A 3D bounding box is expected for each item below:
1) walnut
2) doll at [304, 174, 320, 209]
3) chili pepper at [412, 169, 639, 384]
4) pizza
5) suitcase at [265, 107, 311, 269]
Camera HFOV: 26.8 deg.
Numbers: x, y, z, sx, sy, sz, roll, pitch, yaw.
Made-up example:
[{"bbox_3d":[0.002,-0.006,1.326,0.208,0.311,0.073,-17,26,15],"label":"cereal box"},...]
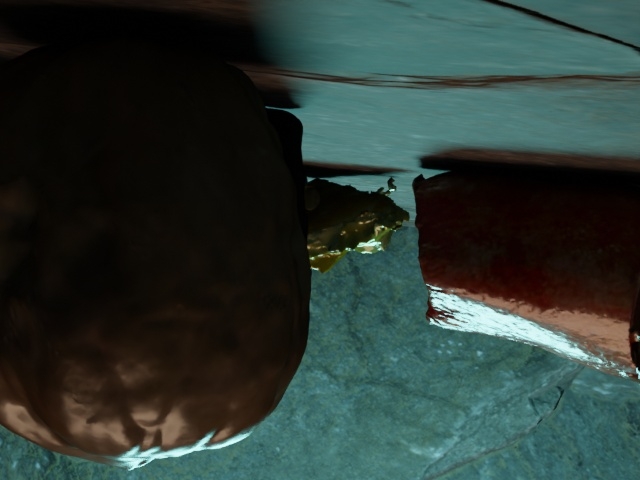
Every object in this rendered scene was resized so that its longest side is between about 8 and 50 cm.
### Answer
[{"bbox_3d":[-0.123,0.009,0.814,0.273,0.273,0.227,5,-176,29],"label":"walnut"},{"bbox_3d":[-0.078,-0.057,1.742,0.129,0.081,0.207,-27,-164,-26],"label":"doll"},{"bbox_3d":[0.233,0.037,1.457,0.305,0.229,0.251,5,-166,16],"label":"chili pepper"},{"bbox_3d":[0.000,0.000,1.731,0.287,0.075,0.280,-4,-151,47],"label":"pizza"},{"bbox_3d":[-0.152,-0.032,1.031,0.285,0.206,0.066,6,136,-11],"label":"suitcase"}]
